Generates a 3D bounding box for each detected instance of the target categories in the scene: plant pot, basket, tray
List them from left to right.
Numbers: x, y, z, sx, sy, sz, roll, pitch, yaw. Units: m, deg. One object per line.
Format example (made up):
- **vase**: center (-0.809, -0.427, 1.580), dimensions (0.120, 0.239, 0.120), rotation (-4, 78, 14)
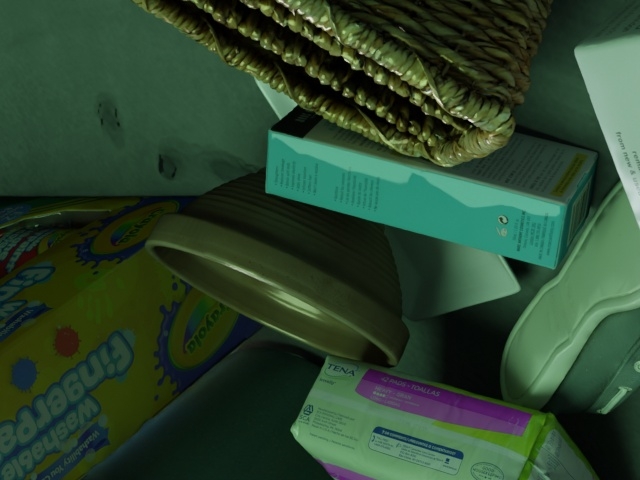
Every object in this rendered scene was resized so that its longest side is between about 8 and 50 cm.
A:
- **plant pot**: center (-0.102, 0.300, 1.539), dimensions (0.341, 0.334, 0.341), rotation (24, 138, 25)
- **plant pot**: center (-0.021, 0.010, 1.336), dimensions (0.237, 0.110, 0.237), rotation (24, 169, 5)
- **basket**: center (-0.007, -0.162, 1.123), dimensions (0.299, 0.223, 0.213), rotation (29, 139, -9)
- **tray**: center (0.062, -0.058, 1.353), dimensions (0.145, 0.030, 0.270), rotation (-21, 106, 47)

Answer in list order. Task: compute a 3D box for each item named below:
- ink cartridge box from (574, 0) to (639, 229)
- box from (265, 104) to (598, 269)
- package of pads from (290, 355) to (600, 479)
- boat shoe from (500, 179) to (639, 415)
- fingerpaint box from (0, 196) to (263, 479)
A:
- **ink cartridge box**: center (0.341, -0.092, 0.952), dimensions (0.270, 0.198, 0.197), rotation (-6, 116, 43)
- **box**: center (0.087, -0.053, 1.242), dimensions (0.244, 0.100, 0.060), rotation (15, 122, 18)
- **package of pads**: center (0.140, 0.223, 1.378), dimensions (0.229, 0.101, 0.296), rotation (13, 156, 34)
- **boat shoe**: center (0.255, 0.039, 1.230), dimensions (0.099, 0.116, 0.319), rotation (15, 137, -18)
- **fingerpaint box**: center (-0.341, 0.119, 1.526), dimensions (0.371, 0.445, 0.163), rotation (2, 120, 41)
